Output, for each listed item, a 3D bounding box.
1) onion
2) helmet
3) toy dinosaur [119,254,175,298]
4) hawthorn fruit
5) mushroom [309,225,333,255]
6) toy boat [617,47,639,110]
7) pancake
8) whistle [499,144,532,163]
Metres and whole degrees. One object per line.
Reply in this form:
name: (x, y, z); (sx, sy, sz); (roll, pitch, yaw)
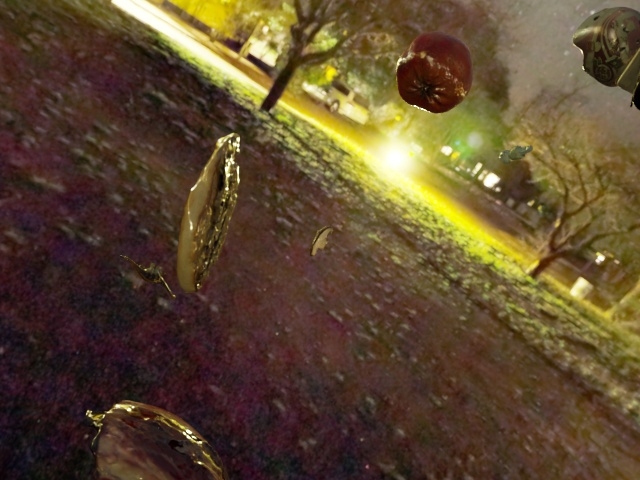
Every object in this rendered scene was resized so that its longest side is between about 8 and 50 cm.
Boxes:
onion: (-0.173, 0.333, 0.667); (0.280, 0.146, 0.315); (152, -79, -86)
helmet: (0.680, -0.451, 1.203); (0.177, 0.153, 0.107); (63, -9, 0)
toy dinosaur: (-0.419, 0.078, 1.305); (0.180, 0.037, 0.058); (38, 28, -29)
hawthorn fruit: (0.269, -0.399, 1.232); (0.179, 0.179, 0.200); (32, 49, -5)
mushroom: (0.000, 0.000, 1.488); (0.019, 0.101, 0.049); (20, -23, 45)
toy boat: (0.617, -0.310, 0.922); (0.140, 0.141, 0.269); (38, 2, 17)
pancake: (-0.245, -0.063, 1.195); (0.071, 0.383, 0.382); (15, 18, -6)
whistle: (0.475, -0.212, 1.296); (0.035, 0.035, 0.100); (27, -19, -21)
